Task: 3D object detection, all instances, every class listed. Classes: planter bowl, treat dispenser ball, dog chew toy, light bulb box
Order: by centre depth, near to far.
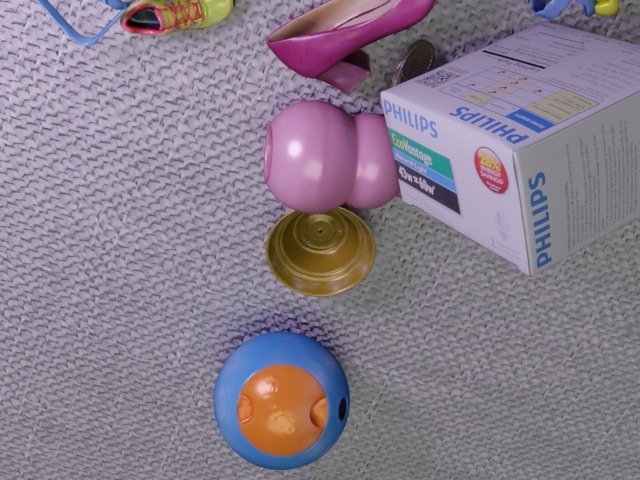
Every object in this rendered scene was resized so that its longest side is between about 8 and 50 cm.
[{"bbox_3d":[0.352,-0.168,1.422,0.361,0.358,0.225,-26,122,-18],"label":"light bulb box"},{"bbox_3d":[0.067,-0.147,1.603,0.331,0.207,0.207,3,122,-11],"label":"dog chew toy"},{"bbox_3d":[0.000,0.000,1.750,0.217,0.090,0.217,0,121,0],"label":"planter bowl"},{"bbox_3d":[-0.081,0.336,1.847,0.288,0.288,0.288,0,122,0],"label":"treat dispenser ball"}]

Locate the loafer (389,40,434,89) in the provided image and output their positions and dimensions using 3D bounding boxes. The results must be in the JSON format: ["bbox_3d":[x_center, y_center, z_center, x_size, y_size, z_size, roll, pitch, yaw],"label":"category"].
[{"bbox_3d":[0.156,-0.297,1.592,0.056,0.050,0.148,25,103,-19],"label":"loafer"}]

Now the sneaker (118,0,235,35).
[{"bbox_3d":[-0.249,-0.388,1.504,0.208,0.094,0.081,-10,120,4],"label":"sneaker"}]

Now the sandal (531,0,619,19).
[{"bbox_3d":[0.381,-0.480,1.428,0.138,0.126,0.317,-20,125,20],"label":"sandal"}]

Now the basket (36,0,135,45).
[{"bbox_3d":[-0.374,-0.470,1.389,0.289,0.201,0.255,-30,122,25],"label":"basket"}]

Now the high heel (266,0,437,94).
[{"bbox_3d":[0.075,-0.412,1.465,0.181,0.127,0.377,24,123,-27],"label":"high heel"}]
